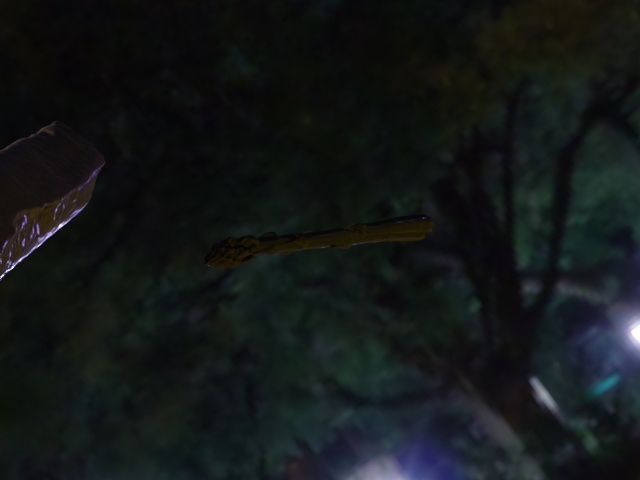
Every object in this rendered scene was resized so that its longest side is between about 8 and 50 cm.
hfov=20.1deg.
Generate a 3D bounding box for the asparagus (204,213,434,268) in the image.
[{"bbox_3d":[0.000,0.000,1.201,0.233,0.023,0.022,-9,-73,-49],"label":"asparagus"}]

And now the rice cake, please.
[{"bbox_3d":[-0.233,-0.020,1.341,0.064,0.070,0.399,-59,2,15],"label":"rice cake"}]
